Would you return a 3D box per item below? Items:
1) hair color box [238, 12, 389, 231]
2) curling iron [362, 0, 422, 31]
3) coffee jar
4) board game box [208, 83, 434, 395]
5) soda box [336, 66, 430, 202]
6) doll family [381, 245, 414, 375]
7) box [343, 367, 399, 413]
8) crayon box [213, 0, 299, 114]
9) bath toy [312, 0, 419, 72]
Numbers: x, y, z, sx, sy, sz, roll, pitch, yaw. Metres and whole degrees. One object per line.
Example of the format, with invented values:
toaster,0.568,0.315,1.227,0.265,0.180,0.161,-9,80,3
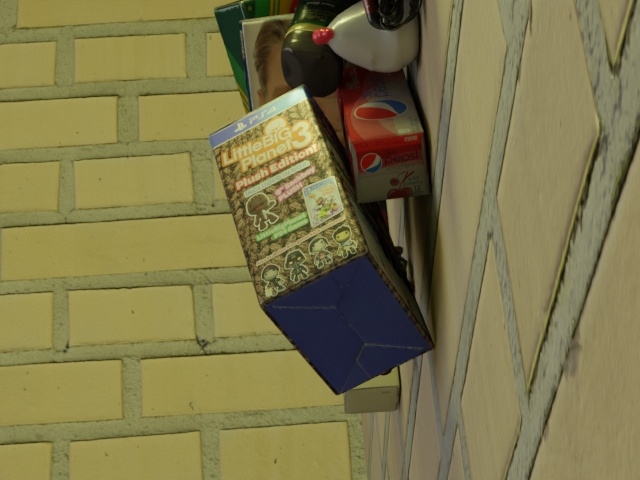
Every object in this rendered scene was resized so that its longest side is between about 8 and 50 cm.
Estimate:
hair color box,-0.008,-0.143,1.949,0.105,0.173,0.347,-115,18,-79
curling iron,0.053,-0.364,1.612,0.035,0.068,0.274,82,170,-77
coffee jar,0.005,-0.276,1.791,0.096,0.079,0.184,84,-162,-54
board game box,0.000,0.000,1.730,0.232,0.141,0.291,54,-167,-48
soda box,0.075,-0.140,1.736,0.263,0.092,0.083,-98,0,-64
doll family,0.099,0.107,1.995,0.111,0.076,0.193,-104,4,-54
box,0.076,0.149,2.388,0.113,0.094,0.275,89,178,-59
crayon box,-0.015,-0.223,2.077,0.081,0.202,0.319,-1,111,52
bath toy,0.044,-0.372,1.699,0.151,0.129,0.348,105,161,-84
